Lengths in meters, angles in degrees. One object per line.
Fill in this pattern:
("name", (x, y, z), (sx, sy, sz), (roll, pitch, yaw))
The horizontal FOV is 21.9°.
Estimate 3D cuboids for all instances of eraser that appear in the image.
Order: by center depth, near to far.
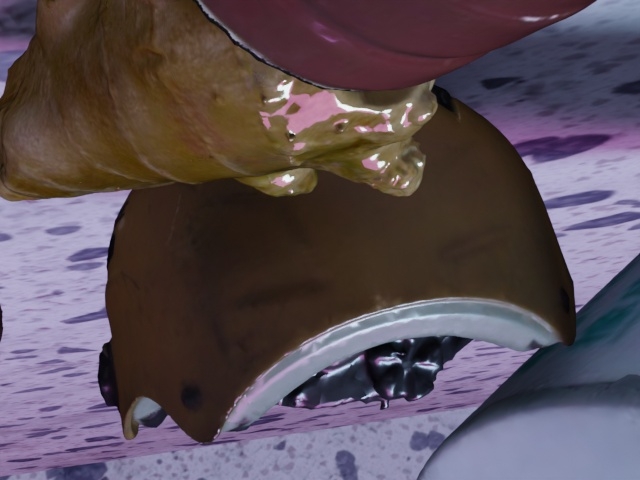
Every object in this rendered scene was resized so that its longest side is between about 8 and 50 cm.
("eraser", (0.187, 0.035, 0.719), (0.290, 0.104, 0.189), (-39, 180, -35))

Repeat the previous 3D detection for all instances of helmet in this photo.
("helmet", (0.000, 0.000, 0.674), (0.198, 0.130, 0.224), (-11, 180, -9))

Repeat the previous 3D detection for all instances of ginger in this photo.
("ginger", (-0.031, -0.054, 0.500), (0.115, 0.081, 0.205), (9, 163, -21))

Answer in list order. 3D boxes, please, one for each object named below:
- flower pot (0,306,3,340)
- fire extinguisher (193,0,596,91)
("flower pot", (-0.217, 0.028, 0.771), (0.111, 0.111, 0.089), (-10, 153, 8))
("fire extinguisher", (0.111, -0.110, 0.230), (0.138, 0.102, 0.344), (36, 148, -23))
